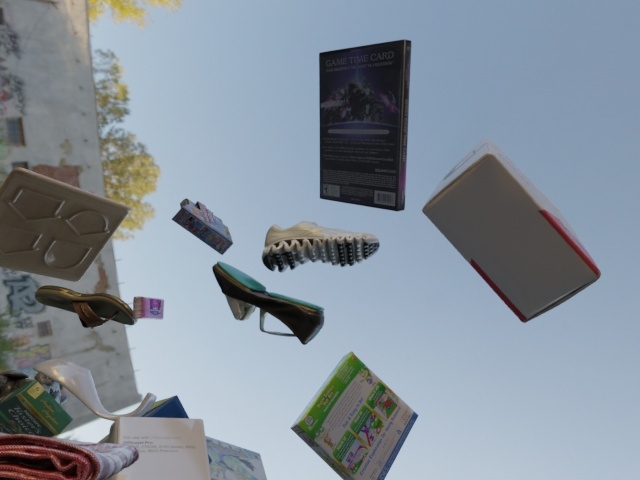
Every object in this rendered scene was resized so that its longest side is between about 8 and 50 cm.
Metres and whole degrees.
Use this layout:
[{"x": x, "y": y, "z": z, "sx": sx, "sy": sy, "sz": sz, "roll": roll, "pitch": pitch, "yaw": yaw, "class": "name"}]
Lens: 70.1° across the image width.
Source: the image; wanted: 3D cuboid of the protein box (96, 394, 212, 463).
[{"x": -0.419, "y": 0.538, "z": 1.138, "sx": 0.135, "sy": 0.200, "sz": 0.201, "roll": -24, "pitch": -86, "yaw": 31, "class": "protein box"}]

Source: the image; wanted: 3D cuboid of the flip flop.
[{"x": -0.614, "y": 0.186, "z": 1.192, "sx": 0.112, "sy": 0.276, "sz": 0.080, "roll": 105, "pitch": -3, "yaw": -49, "class": "flip flop"}]

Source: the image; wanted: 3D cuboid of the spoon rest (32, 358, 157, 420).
[{"x": -0.515, "y": 0.338, "z": 1.024, "sx": 0.276, "sy": 0.084, "sz": 0.137, "roll": 17, "pitch": -27, "yaw": 5, "class": "spoon rest"}]

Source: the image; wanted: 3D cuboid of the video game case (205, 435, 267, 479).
[{"x": -0.326, "y": 0.697, "z": 1.436, "sx": 0.036, "sy": 0.328, "sz": 0.300, "roll": -67, "pitch": -168, "yaw": -7, "class": "video game case"}]

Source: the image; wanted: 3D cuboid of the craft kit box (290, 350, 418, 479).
[{"x": 0.092, "y": 0.454, "z": 1.143, "sx": 0.246, "sy": 0.250, "sz": 0.061, "roll": 45, "pitch": -39, "yaw": 1, "class": "craft kit box"}]

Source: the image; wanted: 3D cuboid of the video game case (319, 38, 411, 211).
[{"x": 0.072, "y": -0.200, "z": 0.818, "sx": 0.196, "sy": 0.026, "sz": 0.275, "roll": 14, "pitch": -70, "yaw": 44, "class": "video game case"}]

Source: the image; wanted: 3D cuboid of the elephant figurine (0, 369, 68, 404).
[{"x": -0.857, "y": 0.416, "z": 1.248, "sx": 0.169, "sy": 0.239, "sz": 0.186, "roll": -82, "pitch": -175, "yaw": -60, "class": "elephant figurine"}]

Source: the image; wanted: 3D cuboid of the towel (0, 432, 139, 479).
[{"x": -0.310, "y": 0.200, "z": 0.446, "sx": 0.329, "sy": 0.236, "sz": 0.037, "roll": 124, "pitch": -24, "yaw": -63, "class": "towel"}]

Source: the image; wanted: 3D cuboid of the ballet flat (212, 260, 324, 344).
[{"x": -0.126, "y": 0.133, "z": 0.944, "sx": 0.280, "sy": 0.095, "sz": 0.096, "roll": 22, "pitch": -91, "yaw": 24, "class": "ballet flat"}]

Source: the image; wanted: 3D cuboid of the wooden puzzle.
[{"x": -0.775, "y": -0.039, "z": 1.305, "sx": 0.348, "sy": 0.322, "sz": 0.081, "roll": -45, "pitch": -128, "yaw": 17, "class": "wooden puzzle"}]

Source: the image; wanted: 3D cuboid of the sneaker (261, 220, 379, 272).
[{"x": 0.000, "y": 0.000, "z": 1.134, "sx": 0.110, "sy": 0.291, "sz": 0.118, "roll": 89, "pitch": -3, "yaw": -49, "class": "sneaker"}]

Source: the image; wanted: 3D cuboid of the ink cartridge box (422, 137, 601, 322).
[{"x": 0.301, "y": -0.039, "z": 0.749, "sx": 0.226, "sy": 0.306, "sz": 0.131, "roll": 48, "pitch": -66, "yaw": 2, "class": "ink cartridge box"}]

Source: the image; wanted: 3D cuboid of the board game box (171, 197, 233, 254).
[{"x": -0.392, "y": -0.068, "z": 1.487, "sx": 0.060, "sy": 0.194, "sz": 0.194, "roll": -44, "pitch": -140, "yaw": 12, "class": "board game box"}]

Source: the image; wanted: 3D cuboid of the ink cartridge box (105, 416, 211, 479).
[{"x": -0.278, "y": 0.528, "z": 0.719, "sx": 0.286, "sy": 0.166, "sz": 0.395, "roll": -66, "pitch": -151, "yaw": 21, "class": "ink cartridge box"}]

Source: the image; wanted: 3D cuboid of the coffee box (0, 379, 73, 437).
[{"x": -0.587, "y": 0.351, "z": 0.908, "sx": 0.184, "sy": 0.040, "sz": 0.113, "roll": -26, "pitch": -75, "yaw": 28, "class": "coffee box"}]

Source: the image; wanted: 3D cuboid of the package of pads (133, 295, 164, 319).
[{"x": -0.389, "y": 0.154, "z": 1.034, "sx": 0.031, "sy": 0.083, "sz": 0.050, "roll": -4, "pitch": -102, "yaw": 13, "class": "package of pads"}]
